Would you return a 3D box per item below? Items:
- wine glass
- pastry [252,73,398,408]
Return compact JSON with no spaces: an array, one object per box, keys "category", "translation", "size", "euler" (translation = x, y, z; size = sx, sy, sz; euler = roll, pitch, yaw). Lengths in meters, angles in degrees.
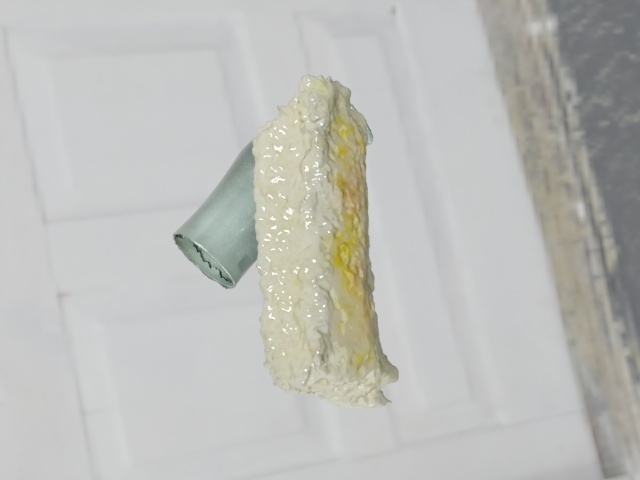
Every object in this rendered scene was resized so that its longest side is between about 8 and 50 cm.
[{"category":"wine glass","translation":[-0.053,-0.059,1.724],"size":[0.103,0.231,0.103],"euler":[37,163,14]},{"category":"pastry","translation":[-0.002,0.001,1.227],"size":[0.089,0.121,0.258],"euler":[-11,78,16]}]
